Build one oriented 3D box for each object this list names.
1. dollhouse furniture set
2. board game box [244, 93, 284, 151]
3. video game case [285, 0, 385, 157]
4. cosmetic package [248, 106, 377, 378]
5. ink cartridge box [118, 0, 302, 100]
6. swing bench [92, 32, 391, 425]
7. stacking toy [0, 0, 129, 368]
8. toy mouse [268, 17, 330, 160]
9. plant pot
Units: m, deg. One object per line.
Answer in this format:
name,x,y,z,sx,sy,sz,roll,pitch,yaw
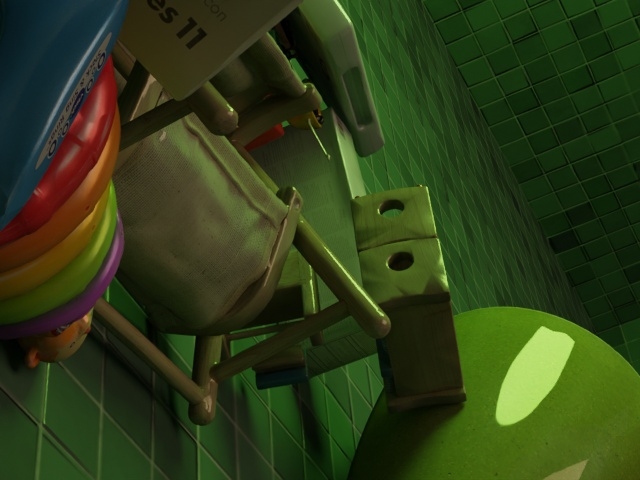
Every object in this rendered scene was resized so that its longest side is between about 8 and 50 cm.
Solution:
dollhouse furniture set,0.012,0.056,1.219,0.129,0.183,0.129,-96,175,-48
board game box,-0.146,-0.234,1.271,0.316,0.064,0.242,39,31,-62
video game case,-0.047,-0.263,1.469,0.329,0.036,0.300,58,-2,18
cosmetic package,0.000,0.000,1.395,0.060,0.099,0.239,52,22,-55
ink cartridge box,-0.081,-0.214,0.825,0.207,0.119,0.353,48,23,-12
swing bench,-0.096,-0.060,1.012,0.253,0.165,0.255,51,16,-47
stacking toy,-0.161,-0.012,0.757,0.302,0.165,0.175,80,31,-59
toy mouse,-0.039,-0.166,1.357,0.161,0.031,0.143,-98,164,-50
plant pot,0.124,0.236,1.252,0.275,0.275,0.293,66,30,-9
